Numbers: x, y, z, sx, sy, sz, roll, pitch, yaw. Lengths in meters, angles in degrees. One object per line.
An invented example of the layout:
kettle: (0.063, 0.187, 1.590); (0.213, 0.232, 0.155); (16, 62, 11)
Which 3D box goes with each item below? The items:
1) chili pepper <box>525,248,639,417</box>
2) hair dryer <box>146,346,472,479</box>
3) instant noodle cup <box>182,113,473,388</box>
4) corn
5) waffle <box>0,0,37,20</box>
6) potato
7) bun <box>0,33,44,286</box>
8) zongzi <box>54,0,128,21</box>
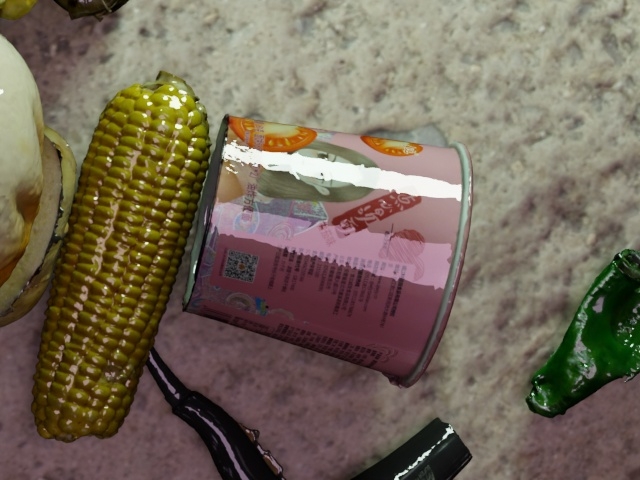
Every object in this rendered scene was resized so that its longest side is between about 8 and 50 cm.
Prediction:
chili pepper: (0.295, 0.099, 1.597); (0.216, 0.062, 0.108); (-44, 96, -7)
hair dryer: (-0.044, 0.200, 1.509); (0.303, 0.120, 0.359); (-42, 94, -17)
instant noodle cup: (0.000, 0.000, 1.435); (0.231, 0.243, 0.243); (13, 90, -7)
corn: (-0.191, 0.016, 1.436); (0.120, 0.120, 0.363); (18, 88, -15)
waffle: (-0.340, -0.248, 1.313); (0.249, 0.253, 0.056); (26, 98, 12)
potato: (-0.290, -0.014, 1.419); (0.164, 0.081, 0.200); (20, 93, 25)
bun: (-0.325, -0.045, 1.298); (0.164, 0.299, 0.299); (25, 87, -34)
zongzi: (-0.241, -0.283, 1.371); (0.084, 0.187, 0.184); (-37, 101, 3)
